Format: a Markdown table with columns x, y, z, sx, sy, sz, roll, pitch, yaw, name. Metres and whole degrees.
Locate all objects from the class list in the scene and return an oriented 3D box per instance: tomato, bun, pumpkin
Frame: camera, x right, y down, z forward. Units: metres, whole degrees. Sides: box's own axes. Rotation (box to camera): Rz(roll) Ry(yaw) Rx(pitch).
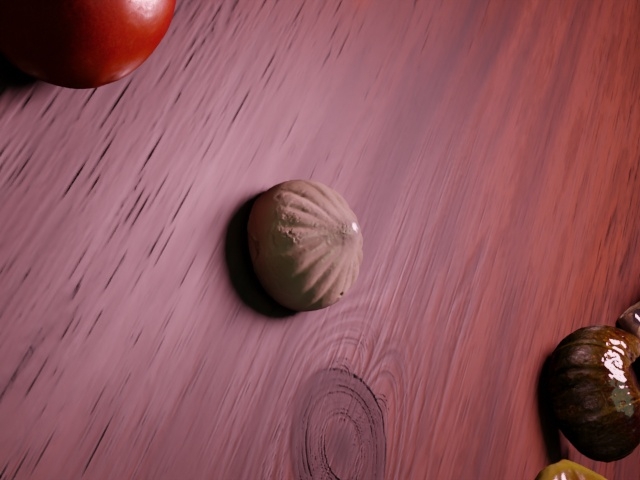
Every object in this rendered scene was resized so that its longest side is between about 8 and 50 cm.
| x | y | z | sx | sy | sz | roll | pitch | yaw | name |
| --- | --- | --- | --- | --- | --- | --- | --- | --- | --- |
| -0.199 | -0.224 | 0.919 | 0.195 | 0.136 | 0.195 | 21 | 62 | -46 | tomato |
| 0.000 | 0.000 | 1.122 | 0.138 | 0.094 | 0.138 | 25 | 58 | -48 | bun |
| 0.355 | 0.187 | 1.470 | 0.107 | 0.119 | 0.183 | 34 | 47 | -41 | pumpkin |

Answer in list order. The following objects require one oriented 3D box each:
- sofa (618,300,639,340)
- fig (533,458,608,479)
| x | y | z | sx | sy | sz | roll | pitch | yaw | name |
| --- | --- | --- | --- | --- | --- | --- | --- | --- | --- |
| 0.574 | 0.127 | 1.757 | 0.200 | 0.182 | 0.258 | 53 | 40 | 1 | sofa |
| 0.311 | 0.344 | 1.347 | 0.154 | 0.144 | 0.165 | 66 | -1 | -69 | fig |
